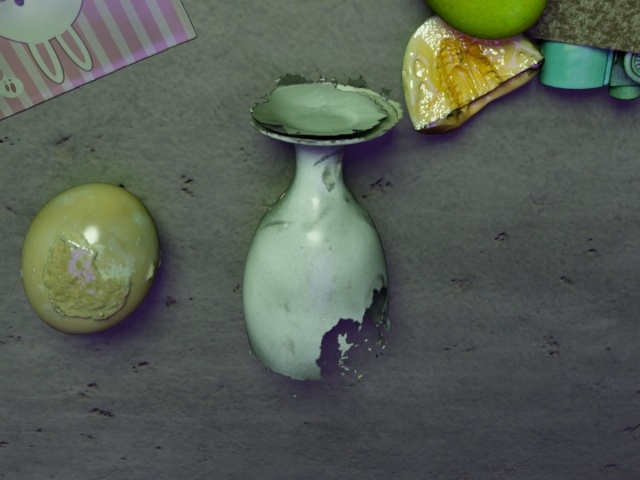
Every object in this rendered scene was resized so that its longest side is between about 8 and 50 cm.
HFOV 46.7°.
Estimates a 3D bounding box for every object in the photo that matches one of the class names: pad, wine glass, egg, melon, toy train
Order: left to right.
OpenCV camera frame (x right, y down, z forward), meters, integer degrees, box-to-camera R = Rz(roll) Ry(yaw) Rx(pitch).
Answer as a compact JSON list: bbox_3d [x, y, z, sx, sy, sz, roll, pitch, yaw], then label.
[{"bbox_3d":[-0.311,-0.253,0.799,0.300,0.005,0.202,-21,122,6],"label":"pad"},{"bbox_3d":[-0.275,0.025,0.884,0.164,0.164,0.201,19,122,-17],"label":"egg"},{"bbox_3d":[-0.003,-0.004,0.889,0.191,0.190,0.356,-2,119,-6],"label":"wine glass"},{"bbox_3d":[0.162,-0.202,0.855,0.160,0.079,0.128,-28,99,10],"label":"melon"},{"bbox_3d":[0.276,-0.284,0.777,0.235,0.003,0.158,16,127,23],"label":"pad"},{"bbox_3d":[0.317,-0.274,0.818,0.159,0.101,0.248,0,121,8],"label":"toy train"}]

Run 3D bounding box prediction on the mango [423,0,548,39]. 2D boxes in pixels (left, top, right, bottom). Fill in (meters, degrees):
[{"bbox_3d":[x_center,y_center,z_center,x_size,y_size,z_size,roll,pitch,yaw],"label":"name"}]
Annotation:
[{"bbox_3d":[0.151,-0.335,0.716,0.186,0.149,0.272,13,123,10],"label":"mango"}]
